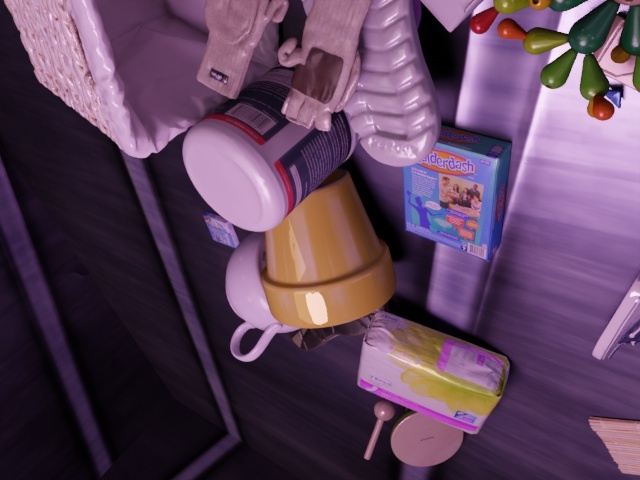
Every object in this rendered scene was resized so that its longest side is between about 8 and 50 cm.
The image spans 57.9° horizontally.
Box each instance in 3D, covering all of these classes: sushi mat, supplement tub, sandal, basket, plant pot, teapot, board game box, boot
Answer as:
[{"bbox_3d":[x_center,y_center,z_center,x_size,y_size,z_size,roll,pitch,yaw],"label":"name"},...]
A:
[{"bbox_3d":[0.641,0.374,1.002,0.151,0.019,0.317,51,148,-14],"label":"sushi mat"},{"bbox_3d":[-0.061,-0.161,0.910,0.191,0.272,0.191,29,146,22],"label":"supplement tub"},{"bbox_3d":[0.039,0.173,1.367,0.303,0.086,0.120,-27,87,41],"label":"sandal"},{"bbox_3d":[-0.263,-0.365,0.845,0.267,0.331,0.328,31,146,23],"label":"basket"},{"bbox_3d":[0.068,-0.303,0.753,0.170,0.102,0.415,2,115,35],"label":"sandal"},{"bbox_3d":[0.000,0.000,1.087,0.254,0.254,0.238,7,118,44],"label":"plant pot"},{"bbox_3d":[-0.122,0.104,1.295,0.187,0.256,0.252,-26,89,38],"label":"teapot"},{"bbox_3d":[0.210,-0.078,0.919,0.160,0.047,0.210,24,144,30],"label":"board game box"},{"bbox_3d":[-0.263,-0.028,1.536,0.090,0.020,0.090,18,140,33],"label":"board game box"},{"bbox_3d":[0.474,0.132,0.852,0.086,0.069,0.189,30,145,25],"label":"boot"}]

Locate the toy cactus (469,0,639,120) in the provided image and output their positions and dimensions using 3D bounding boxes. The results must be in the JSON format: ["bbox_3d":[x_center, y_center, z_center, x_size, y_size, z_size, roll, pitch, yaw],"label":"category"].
[{"bbox_3d":[0.280,-0.222,0.573,0.219,0.112,0.180,27,131,-9],"label":"toy cactus"}]

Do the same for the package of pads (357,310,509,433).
[{"bbox_3d":[0.228,0.282,1.229,0.297,0.101,0.229,19,144,13],"label":"package of pads"}]

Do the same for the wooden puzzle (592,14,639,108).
[{"bbox_3d":[0.347,-0.209,0.646,0.079,0.014,0.116,42,149,11],"label":"wooden puzzle"}]

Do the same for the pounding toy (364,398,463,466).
[{"bbox_3d":[0.234,0.465,1.468,0.237,0.110,0.182,9,113,-8],"label":"pounding toy"}]

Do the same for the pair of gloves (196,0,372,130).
[{"bbox_3d":[-0.049,-0.267,0.758,0.240,0.042,0.204,25,118,20],"label":"pair of gloves"}]

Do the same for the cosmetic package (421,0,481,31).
[{"bbox_3d":[0.068,-0.397,0.532,0.365,0.155,0.197,45,-177,-5],"label":"cosmetic package"}]
